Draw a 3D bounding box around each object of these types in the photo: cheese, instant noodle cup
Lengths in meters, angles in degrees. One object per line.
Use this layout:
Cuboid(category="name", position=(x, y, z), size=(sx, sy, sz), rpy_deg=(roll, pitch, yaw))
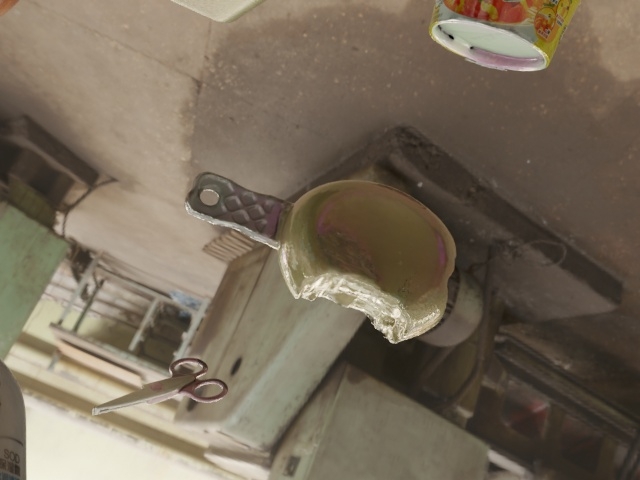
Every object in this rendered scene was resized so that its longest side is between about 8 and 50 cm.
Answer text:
Cuboid(category="cheese", position=(0.000, 0.000, 0.657), size=(0.287, 0.163, 0.082), rpy_deg=(17, 149, -7))
Cuboid(category="instant noodle cup", position=(0.305, -0.406, 1.028), size=(0.265, 0.200, 0.264), rpy_deg=(20, -177, -1))

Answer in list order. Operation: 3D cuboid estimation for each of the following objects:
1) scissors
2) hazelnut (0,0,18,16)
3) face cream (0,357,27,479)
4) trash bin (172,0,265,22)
Cuboid(category="scissors", position=(-0.198, 0.186, 0.783), size=(0.085, 0.022, 0.176), rpy_deg=(37, -152, 32))
Cuboid(category="hazelnut", position=(-0.355, -0.304, 0.588), size=(0.214, 0.214, 0.176), rpy_deg=(0, 179, 40))
Cuboid(category="face cream", position=(-0.336, 0.167, 0.570), size=(0.080, 0.336, 0.163), rpy_deg=(-29, 141, 9))
Cuboid(category="trash bin", position=(-0.069, -0.329, 0.594), size=(0.248, 0.121, 0.243), rpy_deg=(-22, 165, 34))
